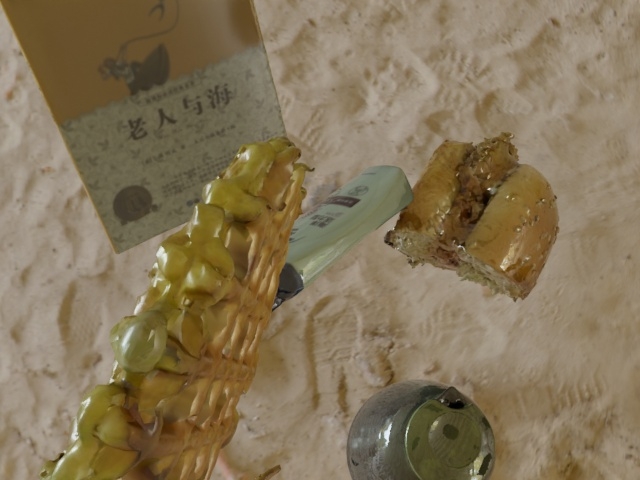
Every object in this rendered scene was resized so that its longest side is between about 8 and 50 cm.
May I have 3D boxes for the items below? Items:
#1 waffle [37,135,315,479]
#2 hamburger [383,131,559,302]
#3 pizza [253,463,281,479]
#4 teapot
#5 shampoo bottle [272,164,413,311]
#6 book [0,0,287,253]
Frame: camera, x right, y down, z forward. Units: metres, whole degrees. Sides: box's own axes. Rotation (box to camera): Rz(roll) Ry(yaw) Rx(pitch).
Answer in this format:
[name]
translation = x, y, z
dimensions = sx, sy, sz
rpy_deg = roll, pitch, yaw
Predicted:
[waffle]
translation = -0.070, 0.061, 0.449
dimensions = 0.058, 0.243, 0.238
rpy_deg = 22, 130, 7
[hamburger]
translation = 0.301, -0.052, 1.496
dimensions = 0.268, 0.445, 0.287
rpy_deg = 21, 90, 18
[pizza]
translation = -0.108, 0.456, 1.578
dimensions = 0.016, 0.083, 0.037
rpy_deg = 45, 147, 23
[teapot]
translation = 0.156, 0.369, 1.316
dimensions = 0.239, 0.239, 0.321
rpy_deg = 33, 70, 2
[shampoo bottle]
translation = 0.000, 0.000, 1.195
dimensions = 0.134, 0.359, 0.078
rpy_deg = -3, 117, 48
[book]
translation = -0.187, -0.185, 0.968
dimensions = 0.269, 0.389, 0.032
rpy_deg = -26, 39, -14
